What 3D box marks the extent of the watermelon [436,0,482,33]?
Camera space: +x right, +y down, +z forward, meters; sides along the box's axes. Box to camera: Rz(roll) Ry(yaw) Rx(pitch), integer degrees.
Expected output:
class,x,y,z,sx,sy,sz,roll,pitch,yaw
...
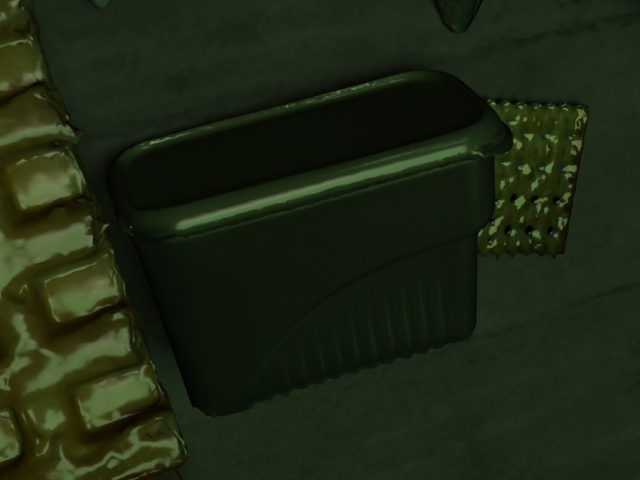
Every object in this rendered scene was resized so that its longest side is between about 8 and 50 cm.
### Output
class,x,y,z,sx,sy,sz,roll,pitch,yaw
watermelon,0.100,-0.229,0.793,0.101,0.080,0.155,-50,125,-40

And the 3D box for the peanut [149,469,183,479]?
class,x,y,z,sx,sy,sz,roll,pitch,yaw
peanut,-0.198,0.184,0.782,0.256,0.123,0.124,23,100,-27

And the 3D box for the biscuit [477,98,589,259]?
class,x,y,z,sx,sy,sz,roll,pitch,yaw
biscuit,0.109,-0.049,0.880,0.231,0.016,0.139,-1,110,-22

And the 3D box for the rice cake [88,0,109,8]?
class,x,y,z,sx,sy,sz,roll,pitch,yaw
rice cake,-0.158,-0.277,0.665,0.198,0.037,0.189,35,94,-30

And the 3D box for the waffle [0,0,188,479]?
class,x,y,z,sx,sy,sz,roll,pitch,yaw
waffle,-0.271,0.027,0.659,0.304,0.077,0.348,-18,95,-14

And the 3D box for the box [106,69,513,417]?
class,x,y,z,sx,sy,sz,roll,pitch,yaw
box,0.000,0.000,0.784,0.274,0.138,0.178,-14,121,-9
